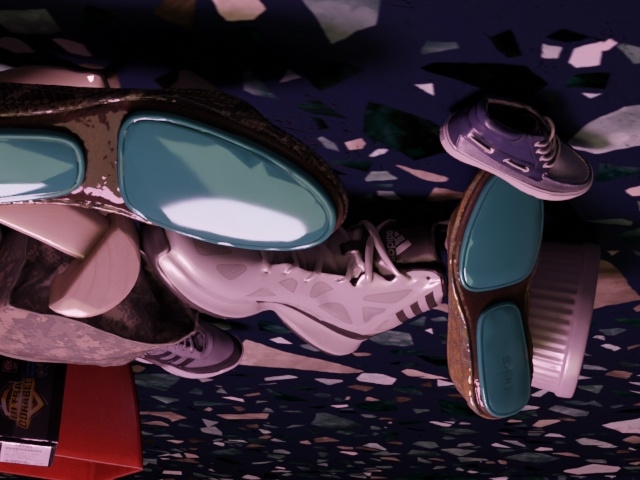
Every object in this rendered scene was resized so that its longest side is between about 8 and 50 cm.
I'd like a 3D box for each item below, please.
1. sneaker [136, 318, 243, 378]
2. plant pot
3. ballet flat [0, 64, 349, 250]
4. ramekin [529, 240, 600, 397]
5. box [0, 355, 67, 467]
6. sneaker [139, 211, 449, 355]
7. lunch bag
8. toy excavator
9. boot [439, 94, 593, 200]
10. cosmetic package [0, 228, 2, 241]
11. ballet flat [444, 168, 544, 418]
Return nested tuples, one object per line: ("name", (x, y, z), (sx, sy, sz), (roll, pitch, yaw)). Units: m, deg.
("sneaker", (-0.233, 0.153, 2.017), (0.269, 0.101, 0.153), (16, 159, -22))
("plant pot", (-0.481, 0.298, 2.265), (0.267, 0.235, 0.267), (15, 157, -28))
("ballet flat", (-0.211, -0.106, 1.237), (0.483, 0.182, 0.164), (5, 131, -5))
("ramekin", (0.295, 0.097, 1.638), (0.109, 0.207, 0.207), (10, 160, 9))
("box", (-0.544, 0.198, 1.930), (0.293, 0.295, 0.073), (11, 135, -14))
("sneaker", (0.000, -0.001, 1.556), (0.258, 0.169, 0.448), (-26, 147, 31))
("lunch bag", (-0.341, 0.090, 1.784), (0.287, 0.168, 0.235), (21, 154, -28))
("toy excavator", (-0.475, -0.035, 1.359), (0.445, 0.222, 0.432), (-27, 113, 2))
("boot", (0.226, -0.097, 1.311), (0.190, 0.069, 0.086), (15, 160, -22))
("cosmetic package", (-0.482, -0.016, 1.592), (0.117, 0.085, 0.231), (17, 163, -6))
("ballet flat", (0.196, 0.047, 1.487), (0.123, 0.348, 0.123), (-3, -156, 1))
